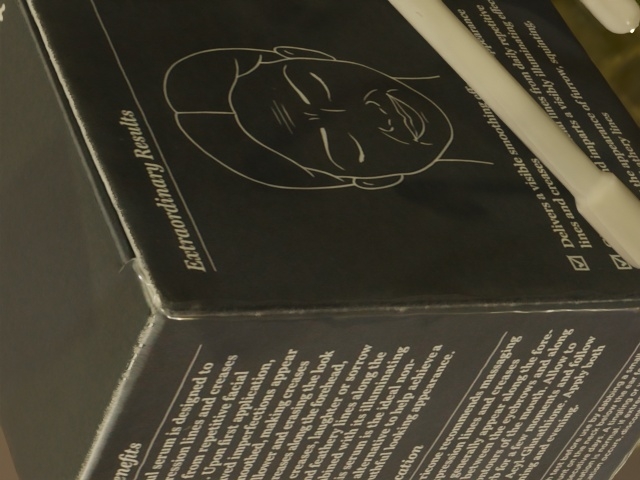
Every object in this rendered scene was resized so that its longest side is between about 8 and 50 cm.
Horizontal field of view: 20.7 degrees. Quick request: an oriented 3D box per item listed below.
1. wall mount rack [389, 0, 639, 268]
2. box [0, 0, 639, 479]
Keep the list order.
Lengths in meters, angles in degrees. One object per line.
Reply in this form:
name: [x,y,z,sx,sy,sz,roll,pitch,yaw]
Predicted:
wall mount rack: [-0.016,-0.118,0.646,0.304,0.130,0.350,9,-149,2]
box: [0.000,0.000,1.069,0.396,0.212,0.293,0,-134,-31]
